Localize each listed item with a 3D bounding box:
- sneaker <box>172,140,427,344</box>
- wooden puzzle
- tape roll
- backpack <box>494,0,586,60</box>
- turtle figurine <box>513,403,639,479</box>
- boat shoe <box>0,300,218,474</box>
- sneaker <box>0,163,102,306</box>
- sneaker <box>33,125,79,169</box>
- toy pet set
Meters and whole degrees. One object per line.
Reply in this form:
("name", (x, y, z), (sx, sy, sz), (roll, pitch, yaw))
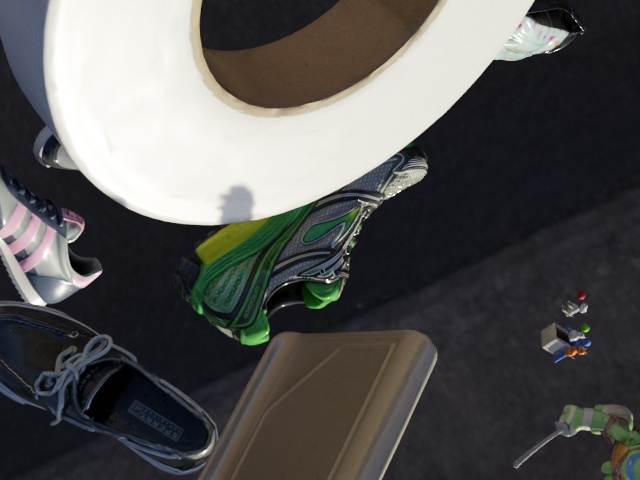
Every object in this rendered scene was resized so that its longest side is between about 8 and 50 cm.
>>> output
("sneaker", (0.000, 0.000, 1.428), (0.343, 0.146, 0.134), (-38, 165, -17))
("wooden puzzle", (-0.009, 0.184, 1.112), (0.044, 0.239, 0.221), (39, 67, -28))
("tape roll", (-0.004, -0.178, 0.724), (0.392, 0.072, 0.392), (-27, 146, -21))
("backpack", (0.255, -0.307, 1.601), (0.115, 0.152, 0.182), (-45, 164, 29))
("turtle figurine", (0.412, 0.343, 1.811), (0.198, 0.266, 0.274), (43, 100, 10))
("boat shoe", (-0.248, 0.152, 1.277), (0.306, 0.105, 0.113), (34, 73, 5))
("sneaker", (-0.422, -0.040, 1.747), (0.131, 0.112, 0.319), (-22, 135, -5))
("sneaker", (-0.277, -0.127, 1.777), (0.268, 0.153, 0.101), (-9, 129, -32))
("toy pet set", (0.452, 0.173, 2.129), (0.065, 0.122, 0.114), (30, 132, -23))
